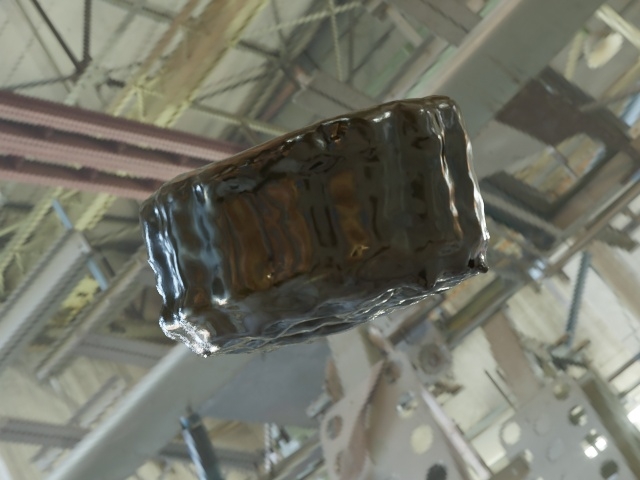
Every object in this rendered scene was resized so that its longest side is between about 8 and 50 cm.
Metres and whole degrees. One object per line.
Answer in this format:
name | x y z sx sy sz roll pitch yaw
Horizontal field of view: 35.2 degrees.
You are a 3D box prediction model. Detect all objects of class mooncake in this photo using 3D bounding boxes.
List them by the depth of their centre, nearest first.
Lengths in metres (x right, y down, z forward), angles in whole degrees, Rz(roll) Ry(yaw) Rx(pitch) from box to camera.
mooncake | 0.000 0.000 0.649 0.228 0.124 0.228 -17 -5 -1
